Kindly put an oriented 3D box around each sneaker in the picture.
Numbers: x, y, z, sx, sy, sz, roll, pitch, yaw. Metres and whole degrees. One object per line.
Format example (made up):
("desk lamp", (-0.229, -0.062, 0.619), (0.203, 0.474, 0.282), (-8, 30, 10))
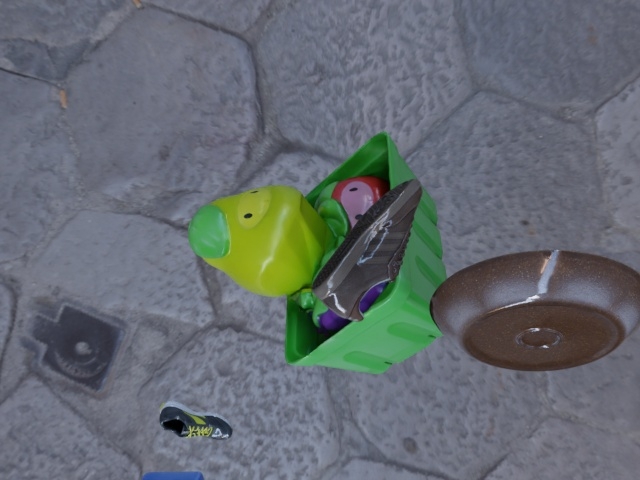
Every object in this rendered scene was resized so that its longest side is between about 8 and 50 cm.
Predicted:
("sneaker", (-0.137, 0.203, 0.708), (0.083, 0.035, 0.031), (18, 108, -6))
("sneaker", (0.069, 0.011, 0.772), (0.071, 0.066, 0.188), (45, 74, -13))

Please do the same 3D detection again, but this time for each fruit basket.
("fruit basket", (0.000, 0.000, 1.028), (0.283, 0.392, 0.392), (-39, 93, 33))

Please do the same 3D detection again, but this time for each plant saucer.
("plant saucer", (0.202, 0.077, 0.607), (0.199, 0.198, 0.036), (6, 56, 1))

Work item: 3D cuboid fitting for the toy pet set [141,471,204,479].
("toy pet set", (-0.104, 0.211, 0.422), (0.122, 0.114, 0.065), (36, 110, -4))
